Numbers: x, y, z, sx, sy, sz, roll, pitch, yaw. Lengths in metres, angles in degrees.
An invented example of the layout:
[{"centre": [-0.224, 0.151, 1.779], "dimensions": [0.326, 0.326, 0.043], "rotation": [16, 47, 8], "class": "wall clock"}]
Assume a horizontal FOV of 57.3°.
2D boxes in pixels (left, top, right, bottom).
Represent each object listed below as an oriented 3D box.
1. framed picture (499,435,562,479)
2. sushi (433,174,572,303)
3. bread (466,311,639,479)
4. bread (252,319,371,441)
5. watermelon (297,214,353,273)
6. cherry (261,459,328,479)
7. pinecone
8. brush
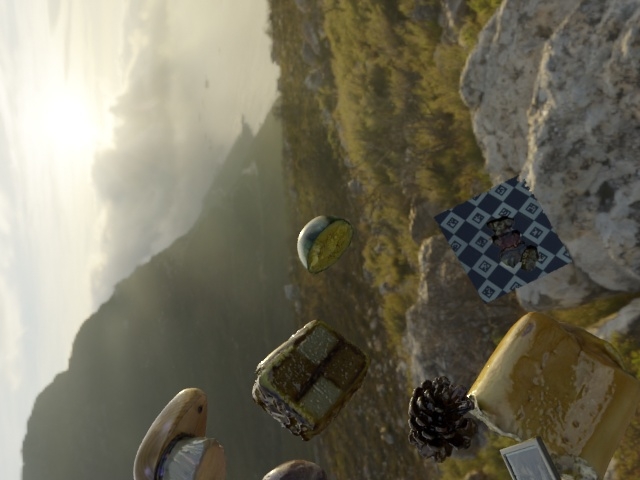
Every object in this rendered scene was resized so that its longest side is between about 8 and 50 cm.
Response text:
[{"centre": [0.477, 0.547, 1.222], "dimensions": [0.189, 0.023, 0.260], "rotation": [108, 144, -63], "class": "framed picture"}, {"centre": [0.487, -0.001, 1.569], "dimensions": [0.050, 0.263, 0.290], "rotation": [44, -159, -60], "class": "sushi"}, {"centre": [0.605, 0.395, 1.519], "dimensions": [0.361, 0.394, 0.250], "rotation": [32, 158, 19], "class": "bread"}, {"centre": [-0.017, 0.270, 1.171], "dimensions": [0.181, 0.222, 0.096], "rotation": [40, 142, 12], "class": "bread"}, {"centre": [0.000, 0.000, 0.959], "dimensions": [0.062, 0.105, 0.106], "rotation": [38, 136, 27], "class": "watermelon"}, {"centre": [-0.061, 0.525, 1.168], "dimensions": [0.140, 0.176, 0.176], "rotation": [-13, 80, 41], "class": "cherry"}, {"centre": [0.282, 0.408, 1.360], "dimensions": [0.179, 0.149, 0.195], "rotation": [-56, -40, -43], "class": "pinecone"}, {"centre": [-0.304, 0.482, 1.367], "dimensions": [0.174, 0.166, 0.267], "rotation": [52, -133, -53], "class": "brush"}]
